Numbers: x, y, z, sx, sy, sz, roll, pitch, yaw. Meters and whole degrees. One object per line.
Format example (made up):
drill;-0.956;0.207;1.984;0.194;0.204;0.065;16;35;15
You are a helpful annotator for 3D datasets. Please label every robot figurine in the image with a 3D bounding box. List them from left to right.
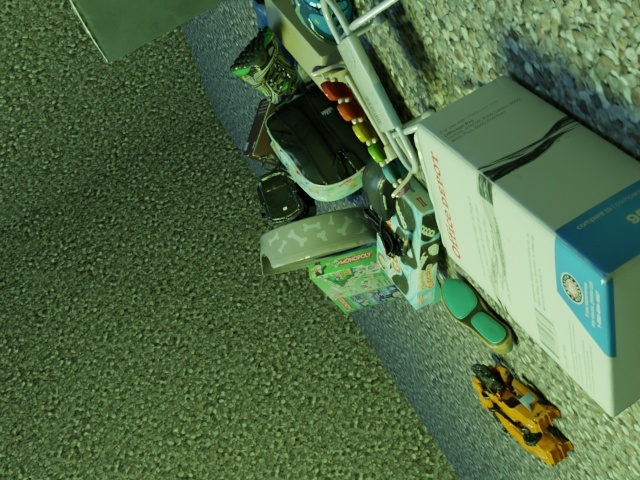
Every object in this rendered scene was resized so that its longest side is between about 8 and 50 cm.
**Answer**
robot figurine;0.457;0.393;1.944;0.211;0.085;0.291;65;170;-26

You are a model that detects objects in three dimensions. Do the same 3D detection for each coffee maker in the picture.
coffee maker;-0.081;-0.127;2.128;0.178;0.120;0.171;-2;-85;-76

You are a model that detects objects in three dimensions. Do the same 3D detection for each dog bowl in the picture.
dog bowl;0.000;0.000;2.189;0.349;0.349;0.102;128;128;-81

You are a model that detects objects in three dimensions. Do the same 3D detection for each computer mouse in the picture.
computer mouse;0.142;-0.069;1.866;0.184;0.060;0.262;59;160;30

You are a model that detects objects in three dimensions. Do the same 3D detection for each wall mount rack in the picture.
wall mount rack;0.137;-0.294;1.411;0.350;0.130;0.304;61;175;-7

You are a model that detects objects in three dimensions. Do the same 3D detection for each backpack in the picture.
backpack;0.015;-0.221;1.987;0.253;0.225;0.191;52;171;23

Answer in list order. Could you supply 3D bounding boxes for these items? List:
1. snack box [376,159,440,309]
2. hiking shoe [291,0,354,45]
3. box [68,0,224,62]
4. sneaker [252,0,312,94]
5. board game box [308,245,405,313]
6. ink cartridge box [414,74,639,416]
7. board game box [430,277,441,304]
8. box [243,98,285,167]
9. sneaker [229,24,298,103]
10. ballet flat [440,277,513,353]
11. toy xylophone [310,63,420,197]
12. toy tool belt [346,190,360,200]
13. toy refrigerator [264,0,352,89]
snack box;0.203;-0.010;1.962;0.187;0.060;0.322;53;157;40
hiking shoe;0.001;-0.487;1.549;0.132;0.113;0.304;51;167;50
box;-0.388;-0.720;1.796;0.471;0.480;0.297;55;172;33
sneaker;-0.122;-0.483;2.161;0.129;0.147;0.330;53;168;39
board game box;0.119;0.112;2.312;0.317;0.214;0.046;49;-152;-61
ink cartridge box;0.320;-0.006;1.137;0.395;0.166;0.285;50;166;45
board game box;0.238;0.048;2.180;0.210;0.047;0.160;64;171;-28
box;-0.078;-0.272;2.239;0.203;0.167;0.168;18;-179;-16
sneaker;-0.110;-0.400;1.952;0.146;0.134;0.343;40;-174;0
ballet flat;0.351;0.176;1.881;0.073;0.080;0.232;47;-176;-45
toy xylophone;0.097;-0.237;1.678;0.322;0.081;0.236;59;-163;6
toy tool belt;0.090;-0.134;2.418;0.083;0.052;0.051;90;158;-74
toy refrigerator;-0.021;-0.459;1.855;0.269;0.094;0.102;53;162;34
